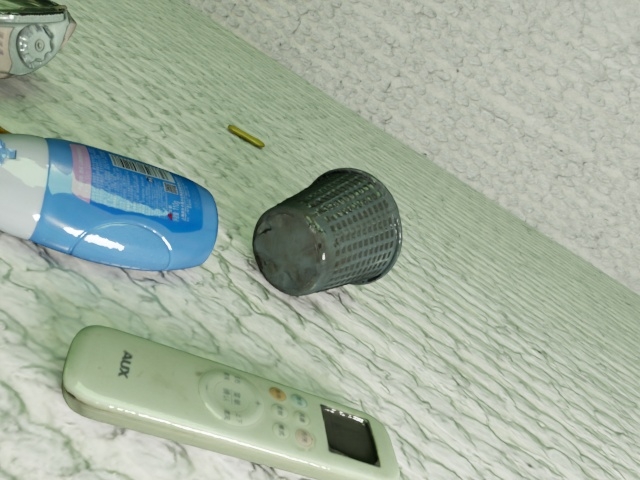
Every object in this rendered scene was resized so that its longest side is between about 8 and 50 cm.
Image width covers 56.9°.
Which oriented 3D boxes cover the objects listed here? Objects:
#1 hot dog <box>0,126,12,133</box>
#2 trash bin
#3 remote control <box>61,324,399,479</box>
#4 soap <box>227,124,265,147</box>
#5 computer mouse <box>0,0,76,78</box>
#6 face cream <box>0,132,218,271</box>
[{"bbox_3d":[-0.388,-0.115,0.653,0.165,0.045,0.071,33,19,4],"label":"hot dog"},{"bbox_3d":[0.000,0.000,0.802,0.175,0.175,0.161,39,34,19],"label":"trash bin"},{"bbox_3d":[-0.066,0.152,0.509,0.310,0.038,0.090,24,22,-20],"label":"remote control"},{"bbox_3d":[-0.160,-0.224,1.273,0.089,0.012,0.034,29,21,-7],"label":"soap"},{"bbox_3d":[-0.491,-0.269,0.776,0.200,0.114,0.389,22,28,21],"label":"computer mouse"},{"bbox_3d":[-0.241,-0.041,0.630,0.264,0.083,0.149,16,41,-37],"label":"face cream"}]
